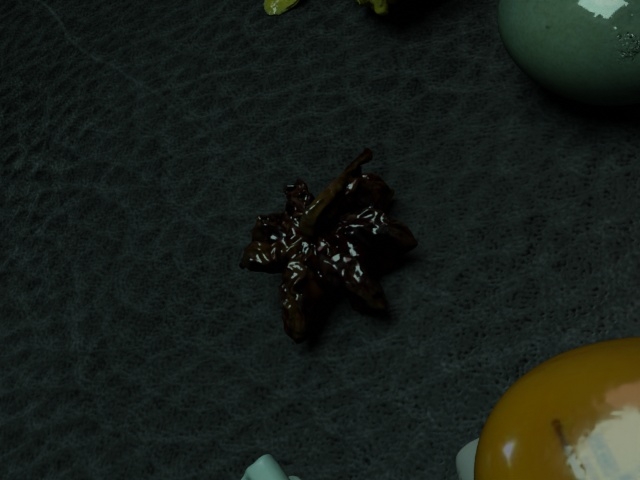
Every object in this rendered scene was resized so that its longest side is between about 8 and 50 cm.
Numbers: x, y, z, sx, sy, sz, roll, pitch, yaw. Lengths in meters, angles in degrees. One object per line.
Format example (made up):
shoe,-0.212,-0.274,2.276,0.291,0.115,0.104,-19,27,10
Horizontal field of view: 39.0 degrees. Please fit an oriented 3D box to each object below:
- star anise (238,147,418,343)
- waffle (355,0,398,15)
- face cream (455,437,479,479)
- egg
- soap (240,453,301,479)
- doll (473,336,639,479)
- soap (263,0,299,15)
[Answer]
star anise,0.000,0.000,1.033,0.190,0.126,0.220,-32,49,12
waffle,0.135,-0.446,1.261,0.281,0.058,0.301,-39,26,43
face cream,0.176,0.271,0.738,0.096,0.096,0.214,-21,49,17
egg,0.300,-0.237,0.991,0.169,0.169,0.236,-49,46,-9
soap,-0.026,0.344,0.812,0.160,0.087,0.265,-43,46,-3
doll,0.220,0.188,0.650,0.213,0.236,0.213,-9,63,19
soap,-0.026,-0.423,1.424,0.089,0.033,0.168,24,73,43
